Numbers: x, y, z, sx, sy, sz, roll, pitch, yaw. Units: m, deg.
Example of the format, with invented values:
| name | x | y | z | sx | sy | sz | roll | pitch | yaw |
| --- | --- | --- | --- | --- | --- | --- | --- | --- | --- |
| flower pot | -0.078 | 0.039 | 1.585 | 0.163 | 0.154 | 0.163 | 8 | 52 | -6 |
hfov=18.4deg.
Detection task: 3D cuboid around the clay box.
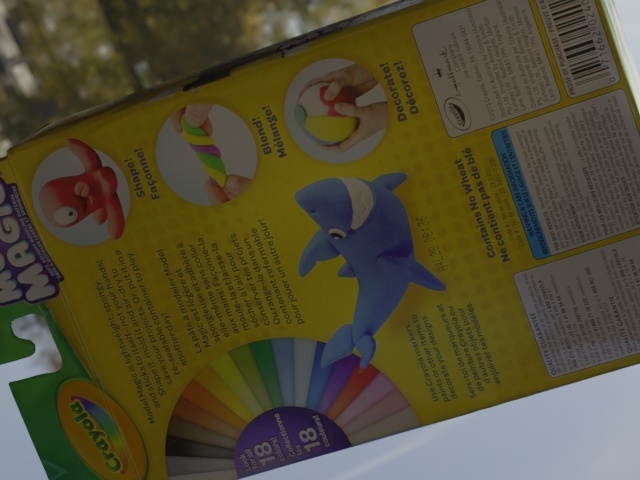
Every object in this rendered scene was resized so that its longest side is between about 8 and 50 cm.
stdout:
| name | x | y | z | sx | sy | sz | roll | pitch | yaw |
| --- | --- | --- | --- | --- | --- | --- | --- | --- | --- |
| clay box | 0.000 | 0.000 | 0.631 | 0.222 | 0.127 | 0.053 | -17 | -168 | 15 |
